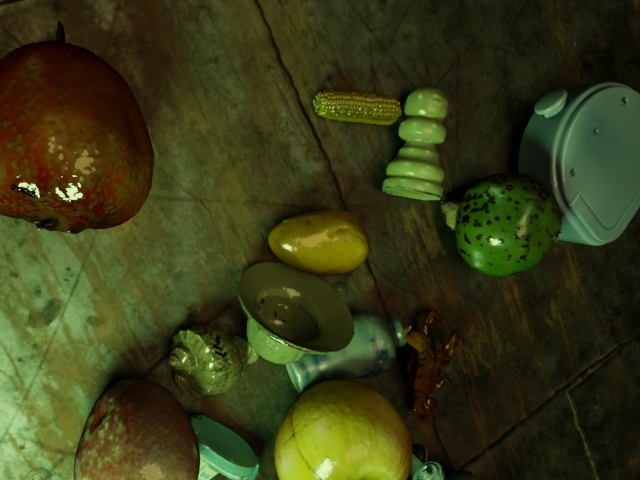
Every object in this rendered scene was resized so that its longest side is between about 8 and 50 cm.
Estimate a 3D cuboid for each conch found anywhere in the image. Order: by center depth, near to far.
[{"bbox_3d":[-0.214,0.240,1.321,0.207,0.130,0.155,2,131,-48],"label":"conch"}]

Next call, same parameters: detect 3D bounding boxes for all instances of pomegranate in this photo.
[{"bbox_3d":[0.403,-0.039,1.509,0.254,0.271,0.254,11,90,-67],"label":"pomegranate"}]

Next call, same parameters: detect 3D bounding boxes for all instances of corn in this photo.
[{"bbox_3d":[0.082,-0.282,1.406,0.207,0.068,0.068,2,95,-27],"label":"corn"}]

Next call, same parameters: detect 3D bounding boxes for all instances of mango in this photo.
[{"bbox_3d":[0.000,0.000,1.378,0.227,0.109,0.147,11,115,-27],"label":"mango"}]

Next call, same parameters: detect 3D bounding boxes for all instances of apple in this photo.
[{"bbox_3d":[0.040,0.413,1.327,0.286,0.233,0.285,-7,125,-11],"label":"apple"}]

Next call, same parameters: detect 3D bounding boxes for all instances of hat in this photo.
[{"bbox_3d":[-0.072,0.172,1.333,0.257,0.257,0.130,15,121,-27],"label":"hat"}]

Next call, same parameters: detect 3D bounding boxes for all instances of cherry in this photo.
[{"bbox_3d":[-0.326,0.393,1.192,0.213,0.236,0.285,39,39,-61],"label":"cherry"}]

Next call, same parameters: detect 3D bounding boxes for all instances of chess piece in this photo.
[{"bbox_3d":[0.220,-0.216,1.456,0.133,0.133,0.243,12,87,-27],"label":"chess piece"}]

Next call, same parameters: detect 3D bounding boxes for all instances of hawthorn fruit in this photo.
[{"bbox_3d":[-0.417,-0.187,1.076,0.285,0.285,0.368,-3,75,-26],"label":"hawthorn fruit"}]

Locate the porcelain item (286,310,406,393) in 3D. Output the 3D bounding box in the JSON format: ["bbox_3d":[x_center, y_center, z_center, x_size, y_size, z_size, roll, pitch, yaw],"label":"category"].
[{"bbox_3d":[0.057,0.237,1.425,0.259,0.141,0.141,-18,104,-14],"label":"porcelain item"}]

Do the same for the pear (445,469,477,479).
[{"bbox_3d":[0.289,0.682,1.595,0.239,0.139,0.288,-25,112,-6],"label":"pear"}]

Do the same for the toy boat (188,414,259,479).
[{"bbox_3d":[-0.215,0.434,1.348,0.215,0.088,0.102,38,113,-26],"label":"toy boat"}]

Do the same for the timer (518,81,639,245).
[{"bbox_3d":[0.644,-0.212,1.634,0.395,0.173,0.394,-4,99,-25],"label":"timer"}]

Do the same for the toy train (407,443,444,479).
[{"bbox_3d":[0.167,0.528,1.422,0.202,0.300,0.131,-46,116,-6],"label":"toy train"}]

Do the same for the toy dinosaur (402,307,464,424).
[{"bbox_3d":[0.242,0.244,1.498,0.208,0.097,0.432,-53,143,-33],"label":"toy dinosaur"}]
